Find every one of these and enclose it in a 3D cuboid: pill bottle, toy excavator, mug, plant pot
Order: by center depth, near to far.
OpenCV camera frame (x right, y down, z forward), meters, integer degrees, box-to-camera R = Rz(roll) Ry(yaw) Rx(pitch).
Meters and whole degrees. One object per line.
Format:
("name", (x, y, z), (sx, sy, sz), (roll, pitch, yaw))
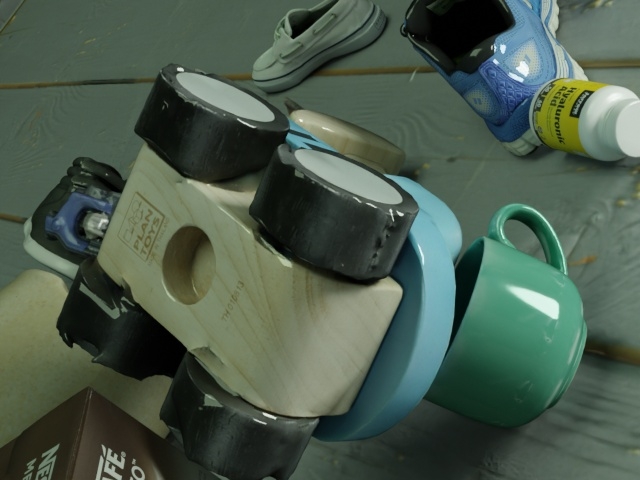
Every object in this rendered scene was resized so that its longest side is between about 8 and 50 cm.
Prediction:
("mug", (0.145, 0.062, 1.047), (0.129, 0.097, 0.157), (-83, 16, -76))
("toy excavator", (0.000, 0.000, 1.176), (0.433, 0.445, 0.222), (37, 110, 40))
("pill bottle", (0.235, -0.102, 1.193), (0.065, 0.065, 0.116), (-53, 28, -7))
("plant pot", (-0.316, 0.206, 1.387), (0.305, 0.334, 0.334), (-49, 25, -22))

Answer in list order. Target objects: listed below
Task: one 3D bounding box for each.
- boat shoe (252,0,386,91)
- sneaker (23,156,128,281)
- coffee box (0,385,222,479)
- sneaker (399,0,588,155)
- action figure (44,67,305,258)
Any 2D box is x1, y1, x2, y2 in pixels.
("boat shoe", (-0.018, -0.260, 1.754), (0.226, 0.076, 0.083), (-23, 37, 41))
("sneaker", (-0.318, -0.032, 1.873), (0.147, 0.104, 0.296), (-54, 23, 2))
("coffee box", (-0.102, 0.261, 0.976), (0.119, 0.297, 0.168), (-34, 32, 28))
("sneaker", (0.156, -0.220, 1.370), (0.130, 0.147, 0.330), (-42, 28, 15))
("action figure", (-0.118, -0.007, 1.561), (0.341, 0.178, 0.330), (26, 83, 34))
